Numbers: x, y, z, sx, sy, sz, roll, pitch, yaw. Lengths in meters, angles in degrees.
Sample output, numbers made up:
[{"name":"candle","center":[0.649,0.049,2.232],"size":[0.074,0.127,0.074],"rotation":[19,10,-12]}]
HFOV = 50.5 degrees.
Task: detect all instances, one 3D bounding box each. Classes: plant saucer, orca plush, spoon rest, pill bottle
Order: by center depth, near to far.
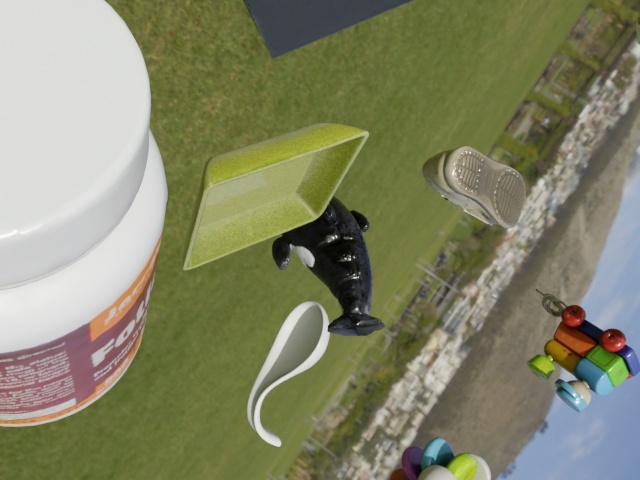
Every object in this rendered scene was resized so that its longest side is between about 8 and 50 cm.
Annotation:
[{"name":"pill bottle","center":[-0.234,-0.003,0.507],"size":[0.224,0.224,0.392],"rotation":[-50,178,-29]},{"name":"plant saucer","center":[-0.062,-0.055,0.729],"size":[0.188,0.045,0.188],"rotation":[-22,162,-27]},{"name":"orca plush","center":[0.000,0.000,0.962],"size":[0.102,0.151,0.287],"rotation":[79,3,-50]},{"name":"spoon rest","center":[-0.064,0.241,1.266],"size":[0.137,0.084,0.276],"rotation":[20,-93,57]}]

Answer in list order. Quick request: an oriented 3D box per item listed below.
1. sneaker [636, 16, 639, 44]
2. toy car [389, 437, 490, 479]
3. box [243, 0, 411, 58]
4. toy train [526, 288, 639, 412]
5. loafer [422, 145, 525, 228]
[{"name":"sneaker","center":[0.570,-0.234,1.046],"size":[0.410,0.158,0.181],"rotation":[-3,92,-54]},{"name":"toy car","center":[0.188,0.416,1.158],"size":[0.159,0.136,0.182],"rotation":[1,123,-48]},{"name":"box","center":[-0.001,-0.291,0.548],"size":[0.184,0.261,0.103],"rotation":[-23,143,6]},{"name":"toy train","center":[0.424,0.190,1.213],"size":[0.143,0.248,0.105],"rotation":[-41,125,-7]},{"name":"loafer","center":[0.273,-0.097,1.190],"size":[0.269,0.092,0.101],"rotation":[28,81,-45]}]
